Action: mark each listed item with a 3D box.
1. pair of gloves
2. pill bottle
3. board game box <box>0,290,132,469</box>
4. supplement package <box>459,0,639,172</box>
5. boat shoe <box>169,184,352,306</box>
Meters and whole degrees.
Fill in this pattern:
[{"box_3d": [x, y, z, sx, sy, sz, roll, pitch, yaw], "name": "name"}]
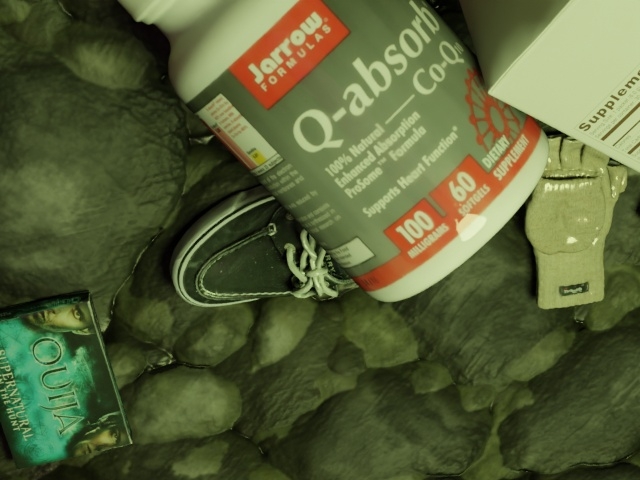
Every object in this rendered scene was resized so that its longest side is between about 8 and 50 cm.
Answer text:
[{"box_3d": [0.323, -0.038, 1.481, 0.240, 0.042, 0.204, -14, 125, 1], "name": "pair of gloves"}, {"box_3d": [0.004, -0.140, 1.232, 0.210, 0.210, 0.363, -42, 100, 15], "name": "pill bottle"}, {"box_3d": [-0.275, 0.145, 1.493, 0.126, 0.026, 0.186, -13, 121, -2], "name": "board game box"}, {"box_3d": [0.288, -0.178, 1.248, 0.293, 0.177, 0.175, 24, 126, -27], "name": "supplement package"}, {"box_3d": [0.002, 0.003, 1.412, 0.306, 0.105, 0.113, -16, 121, 0], "name": "boat shoe"}]
